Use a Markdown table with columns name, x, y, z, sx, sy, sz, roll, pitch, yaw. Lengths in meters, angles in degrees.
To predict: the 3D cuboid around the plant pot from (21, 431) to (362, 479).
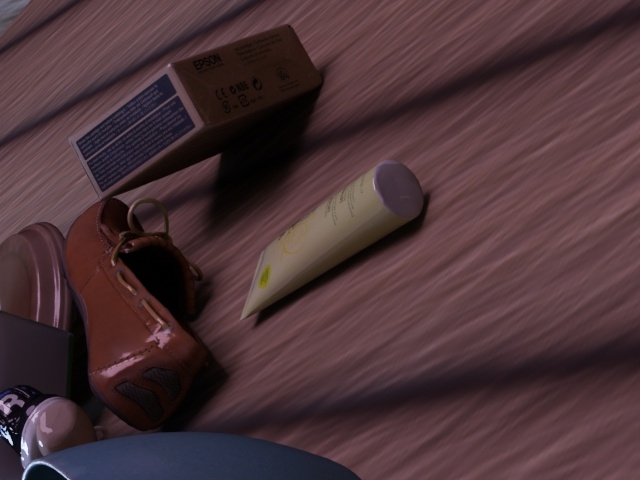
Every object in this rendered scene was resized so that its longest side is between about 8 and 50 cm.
| name | x | y | z | sx | sy | sz | roll | pitch | yaw |
| --- | --- | --- | --- | --- | --- | --- | --- | --- | --- |
| plant pot | -0.051 | 0.245 | 1.055 | 0.195 | 0.290 | 0.290 | -21 | 12 | -26 |

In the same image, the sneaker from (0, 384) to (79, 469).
| name | x | y | z | sx | sy | sz | roll | pitch | yaw |
| --- | --- | --- | --- | --- | --- | --- | --- | --- | --- |
| sneaker | -0.287 | 0.183 | 1.557 | 0.079 | 0.121 | 0.217 | -48 | -20 | -17 |

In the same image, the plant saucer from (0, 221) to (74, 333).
| name | x | y | z | sx | sy | sz | roll | pitch | yaw |
| --- | --- | --- | --- | --- | --- | --- | --- | --- | --- |
| plant saucer | -0.367 | 0.112 | 1.895 | 0.278 | 0.041 | 0.277 | -27 | 58 | 54 |

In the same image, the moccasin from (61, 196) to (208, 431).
| name | x | y | z | sx | sy | sz | roll | pitch | yaw |
| --- | --- | --- | --- | --- | --- | --- | --- | --- | --- |
| moccasin | -0.191 | 0.048 | 1.691 | 0.147 | 0.139 | 0.380 | -42 | 23 | 7 |

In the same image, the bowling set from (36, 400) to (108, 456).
| name | x | y | z | sx | sy | sz | roll | pitch | yaw |
| --- | --- | --- | --- | --- | --- | --- | --- | --- | --- |
| bowling set | -0.208 | 0.307 | 1.399 | 0.200 | 0.154 | 0.287 | 21 | 64 | 20 |

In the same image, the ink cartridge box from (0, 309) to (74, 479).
| name | x | y | z | sx | sy | sz | roll | pitch | yaw |
| --- | --- | --- | --- | --- | --- | --- | --- | --- | --- |
| ink cartridge box | -0.410 | 0.210 | 1.749 | 0.278 | 0.117 | 0.201 | -17 | 63 | 38 |

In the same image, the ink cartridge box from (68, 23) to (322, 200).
| name | x | y | z | sx | sy | sz | roll | pitch | yaw |
| --- | --- | --- | --- | --- | --- | --- | --- | --- | --- |
| ink cartridge box | -0.141 | -0.148 | 1.805 | 0.193 | 0.088 | 0.235 | -29 | -1 | 38 |

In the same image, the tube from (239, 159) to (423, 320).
| name | x | y | z | sx | sy | sz | roll | pitch | yaw |
| --- | --- | --- | --- | --- | --- | --- | --- | --- | --- |
| tube | 0.000 | 0.000 | 1.520 | 0.070 | 0.062 | 0.240 | -18 | -11 | -44 |

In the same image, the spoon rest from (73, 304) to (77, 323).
| name | x | y | z | sx | sy | sz | roll | pitch | yaw |
| --- | --- | --- | --- | --- | --- | --- | --- | --- | --- |
| spoon rest | -0.319 | 0.073 | 1.945 | 0.276 | 0.084 | 0.137 | -24 | 36 | 45 |
